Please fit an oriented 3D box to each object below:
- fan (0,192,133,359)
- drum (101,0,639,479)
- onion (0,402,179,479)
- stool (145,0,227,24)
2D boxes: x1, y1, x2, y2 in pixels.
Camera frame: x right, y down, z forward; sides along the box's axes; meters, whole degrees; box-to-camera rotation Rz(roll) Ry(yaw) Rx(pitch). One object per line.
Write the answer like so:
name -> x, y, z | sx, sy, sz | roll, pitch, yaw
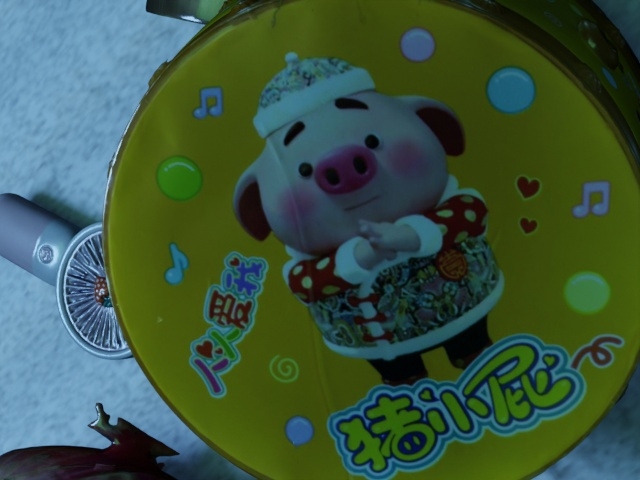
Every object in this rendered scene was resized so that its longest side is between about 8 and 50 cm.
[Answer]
fan -> -0.230, 0.024, 1.695 | 0.244, 0.074, 0.130 | 25, 104, 28
drum -> 0.054, -0.017, 1.357 | 0.431, 0.214, 0.431 | 4, 110, 10
onion -> -0.223, 0.329, 1.568 | 0.353, 0.353, 0.354 | 1, 92, 31
stool -> -0.039, -0.308, 1.512 | 0.179, 0.179, 0.264 | 16, 99, 29
